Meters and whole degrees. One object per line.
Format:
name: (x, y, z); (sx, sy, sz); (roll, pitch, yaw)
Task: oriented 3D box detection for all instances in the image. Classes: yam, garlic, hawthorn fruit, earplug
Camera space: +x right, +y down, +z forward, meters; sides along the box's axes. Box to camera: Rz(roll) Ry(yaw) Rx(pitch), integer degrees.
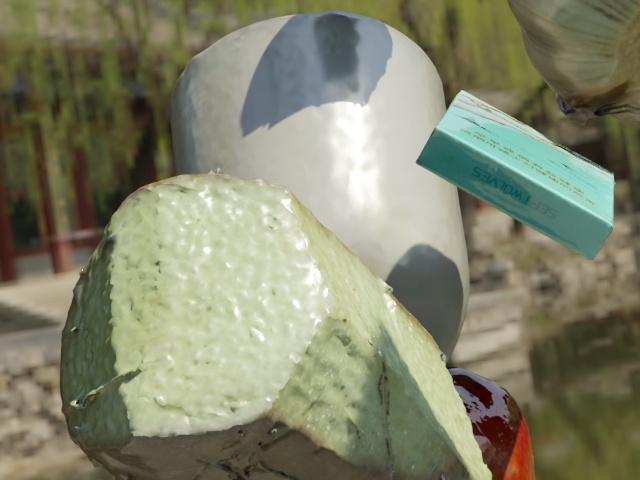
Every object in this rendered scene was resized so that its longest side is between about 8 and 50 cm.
yam: (-0.031, 0.100, 1.085); (0.201, 0.202, 0.271); (-24, -37, 6)
garlic: (0.326, -0.258, 1.716); (0.322, 0.322, 0.241); (-9, 41, -34)
hawthorn fruit: (0.092, 0.206, 1.636); (0.215, 0.249, 0.215); (-9, 10, 2)
earplug: (0.000, 0.000, 1.973); (0.313, 0.394, 0.312); (-4, -34, -3)

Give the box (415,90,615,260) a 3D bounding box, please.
box: (0.169, -0.058, 1.529); (0.162, 0.041, 0.229); (29, 15, 2)
